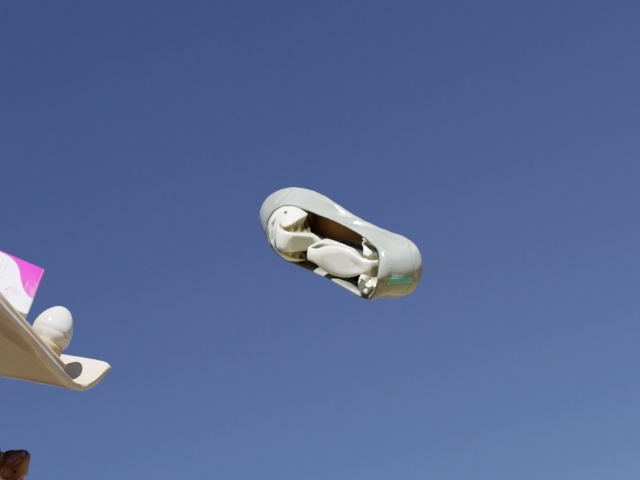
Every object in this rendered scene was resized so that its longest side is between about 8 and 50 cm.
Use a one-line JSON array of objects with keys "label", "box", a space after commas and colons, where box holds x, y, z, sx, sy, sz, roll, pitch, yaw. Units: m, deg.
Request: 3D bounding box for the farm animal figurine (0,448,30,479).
[{"label": "farm animal figurine", "box": [-0.407, 0.376, 1.630, 0.327, 0.330, 0.172, -35, -51, 5]}]

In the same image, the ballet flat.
[{"label": "ballet flat", "box": [0.000, 0.000, 1.339, 0.068, 0.072, 0.213, -10, 23, -43]}]

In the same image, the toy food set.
[{"label": "toy food set", "box": [-0.405, 0.061, 1.732, 0.220, 0.092, 0.306, 6, -37, 35]}]

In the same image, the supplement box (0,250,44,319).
[{"label": "supplement box", "box": [-0.544, 0.068, 2.213, 0.220, 0.111, 0.114, 24, -55, -10]}]
